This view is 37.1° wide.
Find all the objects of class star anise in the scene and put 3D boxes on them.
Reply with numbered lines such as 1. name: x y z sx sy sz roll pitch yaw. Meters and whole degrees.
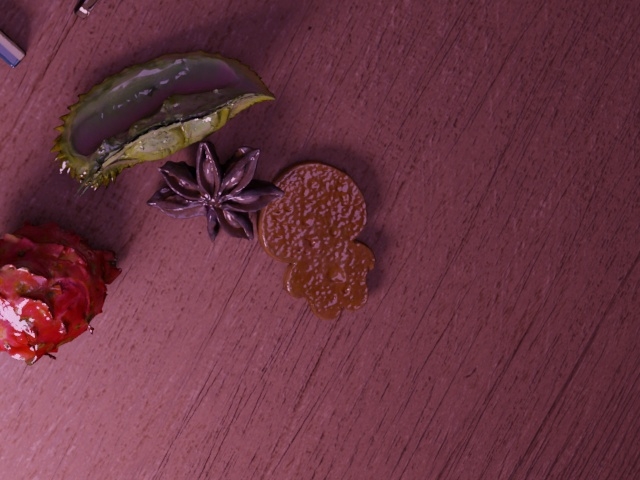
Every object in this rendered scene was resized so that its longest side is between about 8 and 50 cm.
1. star anise: -0.167 -0.089 1.584 0.212 0.073 0.197 32 119 -26

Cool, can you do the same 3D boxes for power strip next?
1. power strip: -0.509 -0.319 1.468 0.123 0.056 0.032 43 88 -19

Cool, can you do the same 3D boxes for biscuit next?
1. biscuit: 0.000 0.000 1.692 0.202 0.044 0.288 -25 108 -10

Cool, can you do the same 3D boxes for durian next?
1. durian: -0.259 -0.202 1.506 0.352 0.169 0.158 -25 107 -10

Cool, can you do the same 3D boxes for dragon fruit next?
1. dragon fruit: -0.430 0.067 1.498 0.268 0.210 0.205 -28 138 -48

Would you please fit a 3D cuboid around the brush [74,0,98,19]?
1. brush: -0.274 -0.477 1.507 0.065 0.070 0.327 36 91 -30
